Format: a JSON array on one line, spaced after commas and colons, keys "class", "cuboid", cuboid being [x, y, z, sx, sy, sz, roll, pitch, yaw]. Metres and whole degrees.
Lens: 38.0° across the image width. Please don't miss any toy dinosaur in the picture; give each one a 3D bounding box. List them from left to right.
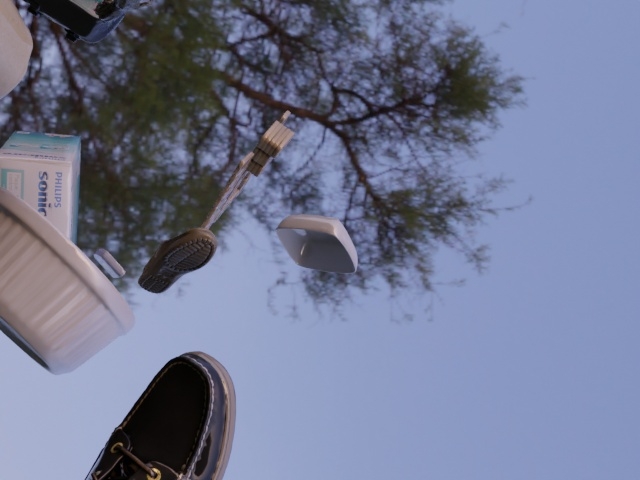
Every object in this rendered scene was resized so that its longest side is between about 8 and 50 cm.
[{"class": "toy dinosaur", "cuboid": [-0.228, -0.371, 1.260, 0.064, 0.118, 0.268, 54, -32, -2]}]

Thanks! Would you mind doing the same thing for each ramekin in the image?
[{"class": "ramekin", "cuboid": [-0.391, 0.066, 1.261, 0.272, 0.273, 0.127, 22, -119, 43]}]

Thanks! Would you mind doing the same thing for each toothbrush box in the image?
[{"class": "toothbrush box", "cuboid": [-0.486, -0.060, 1.603, 0.295, 0.126, 0.216, -128, -137, -70]}]

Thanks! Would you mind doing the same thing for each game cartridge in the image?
[{"class": "game cartridge", "cuboid": [-0.355, 0.038, 1.554, 0.056, 0.017, 0.083, 53, -19, -11]}]

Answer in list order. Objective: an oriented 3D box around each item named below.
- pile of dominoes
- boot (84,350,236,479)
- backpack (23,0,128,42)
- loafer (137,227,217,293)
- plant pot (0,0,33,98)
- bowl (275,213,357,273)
[{"class": "pile of dominoes", "cuboid": [-0.126, -0.102, 1.619, 0.040, 0.196, 0.251, 36, -44, -1]}, {"class": "boot", "cuboid": [-0.259, 0.291, 1.028, 0.138, 0.284, 0.377, 32, -87, 27]}, {"class": "backpack", "cuboid": [-0.477, -0.568, 1.918, 0.191, 0.225, 0.254, -50, -170, 52]}, {"class": "loafer", "cuboid": [-0.192, 0.018, 1.236, 0.148, 0.056, 0.050, -32, -138, 33]}, {"class": "plant pot", "cuboid": [-0.685, -0.406, 1.671, 0.333, 0.305, 0.334, -3, -111, 9]}, {"class": "bowl", "cuboid": [0.000, 0.000, 1.746, 0.142, 0.142, 0.053, 8, -121, 28]}]
